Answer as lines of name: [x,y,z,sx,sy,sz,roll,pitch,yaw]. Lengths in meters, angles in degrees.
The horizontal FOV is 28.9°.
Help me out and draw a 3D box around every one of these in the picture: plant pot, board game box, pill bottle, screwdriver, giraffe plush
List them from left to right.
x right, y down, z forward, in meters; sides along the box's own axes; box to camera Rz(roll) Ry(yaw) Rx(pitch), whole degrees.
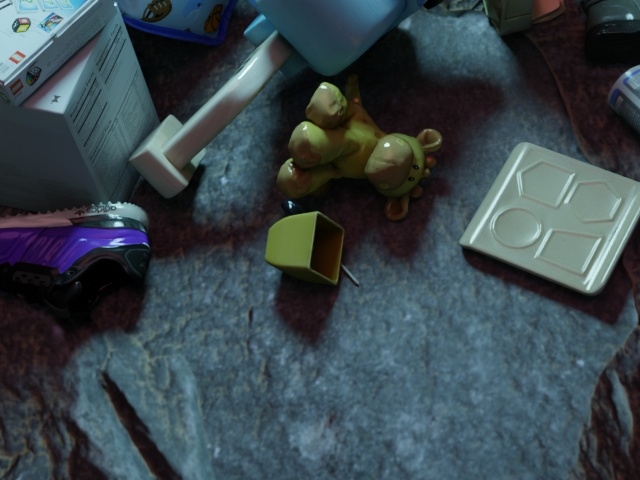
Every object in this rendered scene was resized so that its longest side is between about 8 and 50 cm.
board game box: [-0.443,-0.314,1.636,0.305,0.053,0.193,31,66,25]
plant pot: [-0.026,0.012,1.661,0.083,0.081,0.081,-1,73,30]
screwdriver: [0.000,0.000,1.703,0.024,0.025,0.170,-34,58,-14]
giraffe plush: [0.065,-0.115,1.710,0.170,0.181,0.210,29,30,13]
pill bottle: [0.469,-0.173,1.719,0.078,0.078,0.137,-30,58,-11]

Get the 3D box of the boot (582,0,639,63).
boot: [0.504,-0.339,1.826,0.247,0.083,0.161,2,52,8]

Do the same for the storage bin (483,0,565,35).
storage bin: [0.279,-0.460,1.778,0.123,0.262,0.260,-12,81,5]

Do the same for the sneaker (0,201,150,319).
sneaker: [-0.372,0.043,1.680,0.293,0.102,0.146,-12,57,0]

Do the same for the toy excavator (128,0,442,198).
toy excavator: [-0.046,-0.286,1.733,0.222,0.433,0.445,47,47,-13]

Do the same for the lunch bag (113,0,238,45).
lunch bag: [-0.330,-0.447,1.826,0.328,0.385,0.238,32,107,25]

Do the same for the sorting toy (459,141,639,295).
sorting toy: [0.318,-0.029,1.675,0.208,0.038,0.193,20,62,25]

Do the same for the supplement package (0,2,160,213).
supplement package: [-0.372,-0.184,1.732,0.199,0.262,0.198,11,59,15]
